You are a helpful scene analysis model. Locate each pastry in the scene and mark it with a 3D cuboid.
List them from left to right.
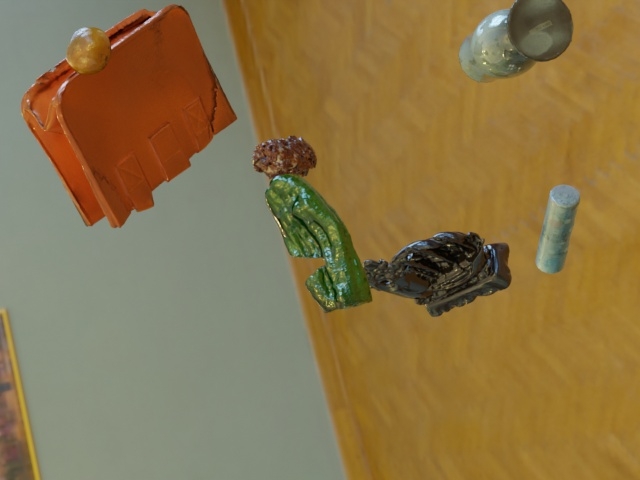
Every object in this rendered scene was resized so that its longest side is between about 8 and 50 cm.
[{"bbox_3d":[-0.086,-0.211,2.436,0.097,0.208,0.115,-44,72,30],"label":"pastry"}]

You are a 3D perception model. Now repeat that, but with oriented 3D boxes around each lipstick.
[{"bbox_3d":[0.370,-0.016,1.497,0.158,0.048,0.048,88,162,-48],"label":"lipstick"}]

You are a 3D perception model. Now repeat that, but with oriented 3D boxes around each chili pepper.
[{"bbox_3d":[-0.001,0.001,1.504,0.083,0.099,0.253,13,-136,-61],"label":"chili pepper"}]

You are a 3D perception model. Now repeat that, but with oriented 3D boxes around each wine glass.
[{"bbox_3d":[0.251,-0.262,1.268,0.202,0.092,0.093,176,83,-81],"label":"wine glass"}]

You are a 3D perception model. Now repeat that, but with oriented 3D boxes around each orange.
[{"bbox_3d":[-0.394,-0.323,1.633,0.083,0.070,0.083,-160,90,-84],"label":"orange"}]

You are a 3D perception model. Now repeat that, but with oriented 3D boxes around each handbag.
[{"bbox_3d":[-0.354,-0.246,1.837,0.116,0.410,0.304,1,126,37],"label":"handbag"}]

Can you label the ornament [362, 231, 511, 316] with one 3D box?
[{"bbox_3d":[0.205,0.047,1.848,0.251,0.260,0.106,-29,52,38],"label":"ornament"}]
